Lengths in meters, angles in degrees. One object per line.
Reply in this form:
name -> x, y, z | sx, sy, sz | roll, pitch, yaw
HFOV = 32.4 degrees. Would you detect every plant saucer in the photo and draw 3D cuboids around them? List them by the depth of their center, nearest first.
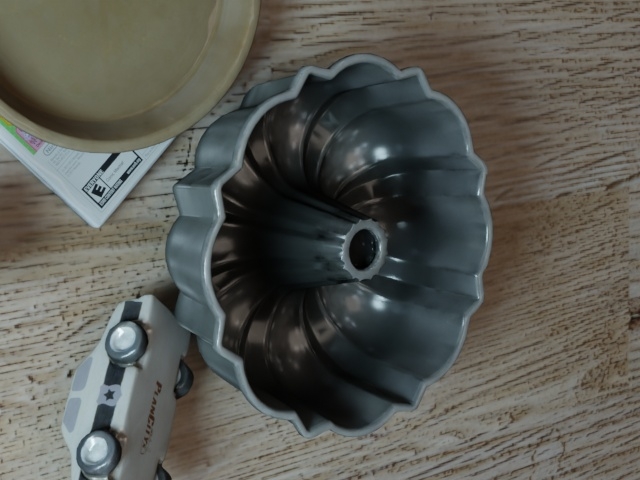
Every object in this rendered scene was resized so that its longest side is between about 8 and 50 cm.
plant saucer -> -0.172, -0.207, 0.853 | 0.278, 0.041, 0.277 | -6, 100, -34

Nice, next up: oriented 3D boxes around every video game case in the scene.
video game case -> -0.182, -0.151, 0.893 | 0.193, 0.023, 0.212 | 48, 70, -31

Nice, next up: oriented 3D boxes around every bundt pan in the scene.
bundt pan -> 0.000, 0.000, 0.974 | 0.331, 0.124, 0.330 | -8, 102, -39

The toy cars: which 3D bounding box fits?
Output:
toy cars -> -0.160, 0.244, 0.922 | 0.176, 0.087, 0.393 | -32, 118, -67
